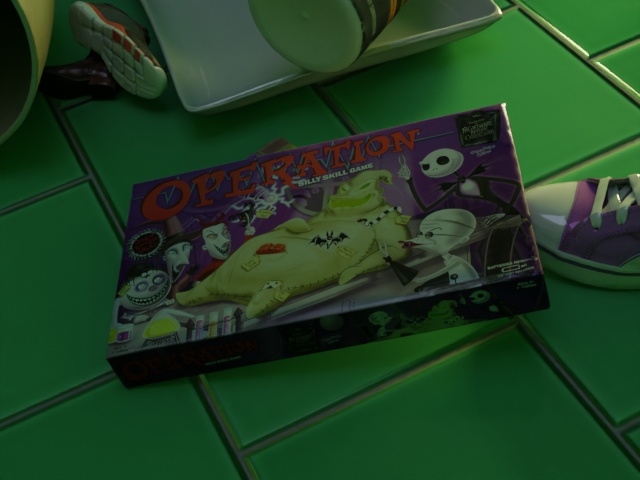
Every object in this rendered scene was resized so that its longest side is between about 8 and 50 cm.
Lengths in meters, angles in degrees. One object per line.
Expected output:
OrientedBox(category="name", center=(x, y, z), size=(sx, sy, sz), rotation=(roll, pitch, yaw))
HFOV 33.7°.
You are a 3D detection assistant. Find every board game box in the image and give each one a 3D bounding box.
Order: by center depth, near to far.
OrientedBox(category="board game box", center=(0.000, 0.000, 0.883), size=(0.347, 0.056, 0.208), rotation=(-12, 40, 10))

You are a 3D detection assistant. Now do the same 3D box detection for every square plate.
OrientedBox(category="square plate", center=(-0.025, -0.276, 1.189), size=(0.344, 0.049, 0.347), rotation=(-19, 46, -8))

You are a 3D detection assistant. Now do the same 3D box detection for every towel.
OrientedBox(category="towel", center=(-0.048, -0.067, 1.014), size=(0.083, 0.009, 0.060), rotation=(-38, 52, -24))

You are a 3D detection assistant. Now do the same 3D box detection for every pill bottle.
OrientedBox(category="pill bottle", center=(0.043, -0.287, 1.062), size=(0.130, 0.130, 0.245), rotation=(19, 52, 25))

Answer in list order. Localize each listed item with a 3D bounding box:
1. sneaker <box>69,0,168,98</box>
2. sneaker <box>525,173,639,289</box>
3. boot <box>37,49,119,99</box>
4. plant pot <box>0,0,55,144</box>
OrientedBox(category="sneaker", center=(-0.200, -0.211, 1.120), size=(0.065, 0.061, 0.158), rotation=(-24, 58, -38))
OrientedBox(category="sneaker", center=(0.290, -0.040, 0.828), size=(0.282, 0.161, 0.102), rotation=(7, 49, 18))
OrientedBox(category="boot", center=(-0.257, -0.204, 1.164), size=(0.106, 0.037, 0.114), rotation=(10, 50, 1))
OrientedBox(category="plant pot", center=(-0.378, -0.260, 1.084), size=(0.257, 0.256, 0.274), rotation=(-3, 36, 7))
